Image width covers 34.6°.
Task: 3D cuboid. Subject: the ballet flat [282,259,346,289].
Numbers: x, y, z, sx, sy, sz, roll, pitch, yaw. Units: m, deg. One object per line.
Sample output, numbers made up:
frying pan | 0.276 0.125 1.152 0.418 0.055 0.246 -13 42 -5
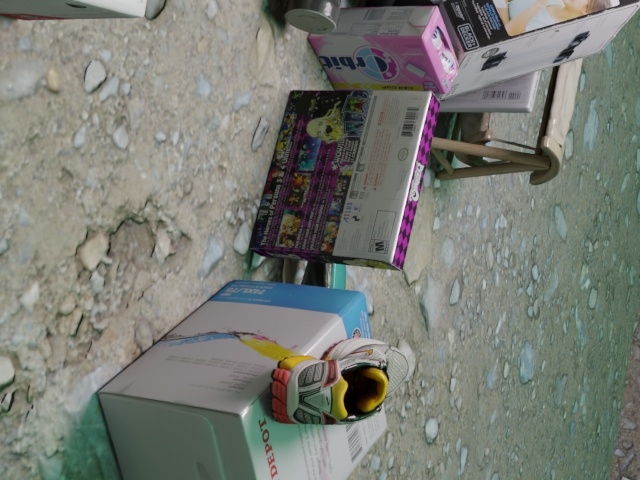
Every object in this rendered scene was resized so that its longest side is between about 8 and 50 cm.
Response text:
ballet flat | 0.000 0.000 1.385 0.095 0.096 0.280 37 63 -68

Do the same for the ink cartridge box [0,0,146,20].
ink cartridge box | -0.269 -0.242 0.842 0.218 0.159 0.092 1 94 -59

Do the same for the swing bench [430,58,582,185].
swing bench | 0.313 -0.239 1.720 0.165 0.255 0.253 40 61 -54

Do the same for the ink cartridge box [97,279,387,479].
ink cartridge box | -0.078 0.197 1.190 0.270 0.197 0.198 -41 127 -50

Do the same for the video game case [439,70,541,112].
video game case | 0.257 -0.295 1.658 0.023 0.212 0.193 38 62 -53

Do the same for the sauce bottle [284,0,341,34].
sauce bottle | 0.025 -0.441 1.348 0.111 0.111 0.344 34 65 -56

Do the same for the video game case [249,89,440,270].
video game case | 0.030 -0.083 1.318 0.042 0.210 0.232 36 63 -56

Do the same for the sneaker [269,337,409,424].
sneaker | 0.040 0.159 1.099 0.225 0.093 0.088 -10 101 -58

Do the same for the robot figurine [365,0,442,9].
robot figurine | 0.155 -0.413 1.422 0.278 0.174 0.209 137 -44 -73

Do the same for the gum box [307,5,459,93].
gum box | 0.091 -0.261 1.411 0.062 0.188 0.107 -64 143 -27

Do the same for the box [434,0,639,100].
box | 0.303 -0.311 1.508 0.169 0.290 0.087 113 -42 -73
